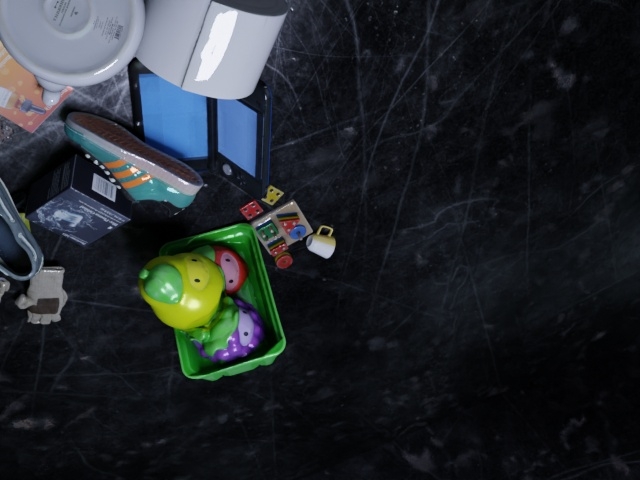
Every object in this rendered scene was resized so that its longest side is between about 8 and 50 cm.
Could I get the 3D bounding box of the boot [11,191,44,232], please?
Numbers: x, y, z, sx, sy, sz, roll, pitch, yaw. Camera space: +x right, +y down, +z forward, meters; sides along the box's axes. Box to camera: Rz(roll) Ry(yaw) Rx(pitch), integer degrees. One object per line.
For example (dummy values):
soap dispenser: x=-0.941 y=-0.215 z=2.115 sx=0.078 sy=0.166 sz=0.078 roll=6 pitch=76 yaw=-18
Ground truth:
boot: x=-0.657 y=-0.049 z=1.519 sx=0.121 sy=0.045 sz=0.099 roll=-26 pitch=144 yaw=3

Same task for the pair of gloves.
pair of gloves: x=-0.730 y=0.132 z=1.661 sx=0.240 sy=0.042 sz=0.204 roll=-3 pitch=136 yaw=-20

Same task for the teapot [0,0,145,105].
teapot: x=-0.410 y=-0.384 z=1.164 sx=0.256 sy=0.187 sz=0.252 roll=-25 pitch=109 yaw=-4

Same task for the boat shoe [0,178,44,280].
boat shoe: x=-0.667 y=-0.053 z=1.389 sx=0.116 sy=0.099 sz=0.319 roll=-34 pitch=111 yaw=-11

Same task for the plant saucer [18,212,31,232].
plant saucer: x=-0.724 y=0.016 z=1.507 sx=0.188 sy=0.045 sz=0.188 roll=-5 pitch=149 yaw=-19

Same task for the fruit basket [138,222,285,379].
fruit basket: x=-0.257 y=0.126 z=1.638 sx=0.283 sy=0.392 sz=0.392 roll=-15 pitch=137 yaw=-7

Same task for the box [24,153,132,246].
box: x=-0.512 y=-0.081 z=1.489 sx=0.158 sy=0.093 sz=0.156 roll=-25 pitch=141 yaw=28

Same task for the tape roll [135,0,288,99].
tape roll: x=-0.200 y=-0.391 z=1.253 sx=0.246 sy=0.246 sz=0.169 roll=7 pitch=127 yaw=-31

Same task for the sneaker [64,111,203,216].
sneaker: x=-0.403 y=-0.148 z=1.450 sx=0.302 sy=0.108 sz=0.121 roll=30 pitch=113 yaw=-20

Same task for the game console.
game console: x=-0.247 y=-0.222 z=1.459 sx=0.173 sy=0.250 sz=0.293 roll=-33 pitch=145 yaw=-34

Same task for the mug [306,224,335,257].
mug: x=-0.002 y=0.003 z=1.884 sx=0.064 sy=0.078 sz=0.062 roll=18 pitch=155 yaw=-27

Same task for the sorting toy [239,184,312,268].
sorting toy: x=-0.099 y=-0.028 z=1.804 sx=0.132 sy=0.046 sz=0.274 roll=-28 pitch=137 yaw=2

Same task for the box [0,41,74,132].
box: x=-0.562 y=-0.305 z=1.275 sx=0.130 sy=0.091 sz=0.170 roll=-41 pitch=135 yaw=15
